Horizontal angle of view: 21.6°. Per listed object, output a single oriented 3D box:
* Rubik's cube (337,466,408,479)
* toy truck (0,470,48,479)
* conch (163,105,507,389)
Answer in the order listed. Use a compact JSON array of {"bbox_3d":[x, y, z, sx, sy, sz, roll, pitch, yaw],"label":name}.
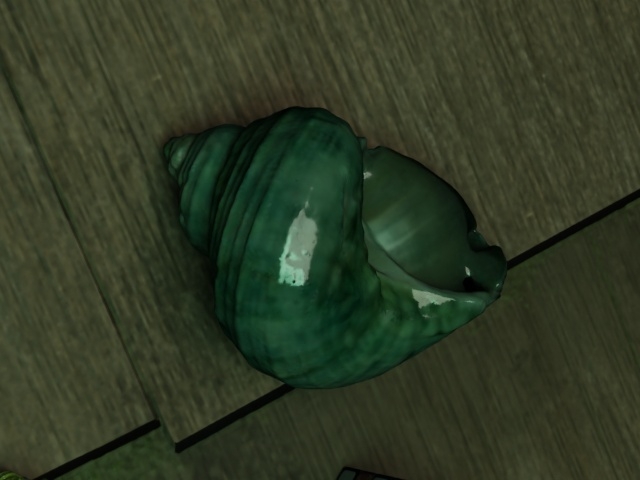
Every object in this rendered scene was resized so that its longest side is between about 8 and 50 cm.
[{"bbox_3d":[0.047,0.209,1.065,0.092,0.092,0.092,36,74,-21],"label":"Rubik's cube"},{"bbox_3d":[-0.133,0.212,0.972,0.169,0.100,0.077,47,69,-18],"label":"toy truck"},{"bbox_3d":[-0.004,-0.001,1.028,0.202,0.134,0.196,52,28,-10],"label":"conch"}]
